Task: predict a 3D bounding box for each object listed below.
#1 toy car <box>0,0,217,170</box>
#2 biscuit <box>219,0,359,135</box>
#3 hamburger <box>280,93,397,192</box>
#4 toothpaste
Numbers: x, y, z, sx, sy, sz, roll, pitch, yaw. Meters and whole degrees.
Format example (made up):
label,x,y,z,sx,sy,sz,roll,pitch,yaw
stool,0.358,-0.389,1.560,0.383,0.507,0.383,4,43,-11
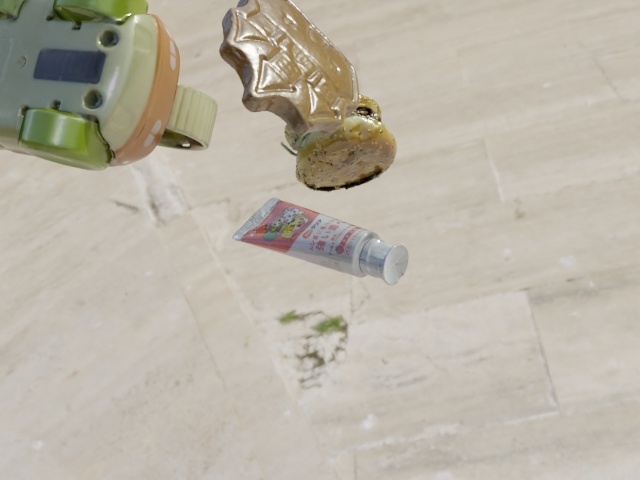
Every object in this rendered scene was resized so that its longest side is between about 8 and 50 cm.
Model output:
label,x,y,z,sx,sy,sz,roll,pitch,yaw
toy car,-0.200,-0.129,0.786,0.235,0.235,0.145,10,84,42
biscuit,-0.034,-0.196,0.972,0.034,0.182,0.215,-39,11,34
hamburger,0.025,-0.151,1.414,0.185,0.113,0.177,-7,-21,-22
toothpaste,0.000,0.000,1.087,0.234,0.057,0.089,17,51,37
